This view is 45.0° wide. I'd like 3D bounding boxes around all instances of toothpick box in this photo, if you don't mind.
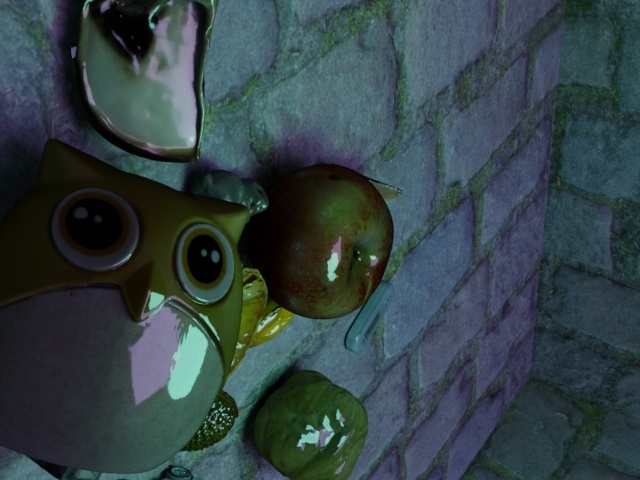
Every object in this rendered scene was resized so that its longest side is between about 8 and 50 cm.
[{"bbox_3d":[-0.316,0.099,1.166,0.409,0.408,0.426,26,79,-58],"label":"toothpick box"}]

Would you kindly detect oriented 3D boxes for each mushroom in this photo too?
[{"bbox_3d":[-0.289,-0.301,1.271,0.217,0.212,0.292,6,122,-13],"label":"mushroom"}]

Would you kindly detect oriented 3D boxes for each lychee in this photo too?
[{"bbox_3d":[-0.267,0.374,1.648,0.171,0.171,0.171,-33,133,-44],"label":"lychee"}]

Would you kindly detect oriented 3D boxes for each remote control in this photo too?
[{"bbox_3d":[0.151,0.227,2.296,0.244,0.047,0.087,-57,143,-23],"label":"remote control"}]

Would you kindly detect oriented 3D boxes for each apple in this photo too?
[{"bbox_3d":[0.000,0.000,1.722,0.348,0.276,0.349,-29,129,-43],"label":"apple"}]

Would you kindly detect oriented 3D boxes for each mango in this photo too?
[{"bbox_3d":[-0.126,0.191,1.840,0.187,0.066,0.101,-43,148,-28],"label":"mango"}]

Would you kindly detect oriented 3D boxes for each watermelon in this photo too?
[{"bbox_3d":[0.095,-0.146,1.914,0.207,0.202,0.136,61,17,-54],"label":"watermelon"}]

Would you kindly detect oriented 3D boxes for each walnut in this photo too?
[{"bbox_3d":[-0.021,0.483,1.983,0.277,0.253,0.282,-56,147,-23],"label":"walnut"}]

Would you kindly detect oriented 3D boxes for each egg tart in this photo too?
[{"bbox_3d":[-0.224,0.177,1.500,0.319,0.128,0.319,-51,161,-25],"label":"egg tart"}]

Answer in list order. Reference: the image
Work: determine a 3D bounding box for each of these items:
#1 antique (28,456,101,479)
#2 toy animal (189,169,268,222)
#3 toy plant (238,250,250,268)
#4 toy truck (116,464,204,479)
[{"bbox_3d":[-0.445,0.343,1.326,0.086,0.183,0.088,33,79,-57],"label":"antique"},{"bbox_3d":[-0.165,-0.090,1.578,0.236,0.108,0.138,-24,126,-50],"label":"toy animal"},{"bbox_3d":[-0.211,0.096,1.632,0.092,0.092,0.162,20,93,-58],"label":"toy plant"},{"bbox_3d":[-0.361,0.605,1.615,0.363,0.178,0.177,0,107,-59],"label":"toy truck"}]
